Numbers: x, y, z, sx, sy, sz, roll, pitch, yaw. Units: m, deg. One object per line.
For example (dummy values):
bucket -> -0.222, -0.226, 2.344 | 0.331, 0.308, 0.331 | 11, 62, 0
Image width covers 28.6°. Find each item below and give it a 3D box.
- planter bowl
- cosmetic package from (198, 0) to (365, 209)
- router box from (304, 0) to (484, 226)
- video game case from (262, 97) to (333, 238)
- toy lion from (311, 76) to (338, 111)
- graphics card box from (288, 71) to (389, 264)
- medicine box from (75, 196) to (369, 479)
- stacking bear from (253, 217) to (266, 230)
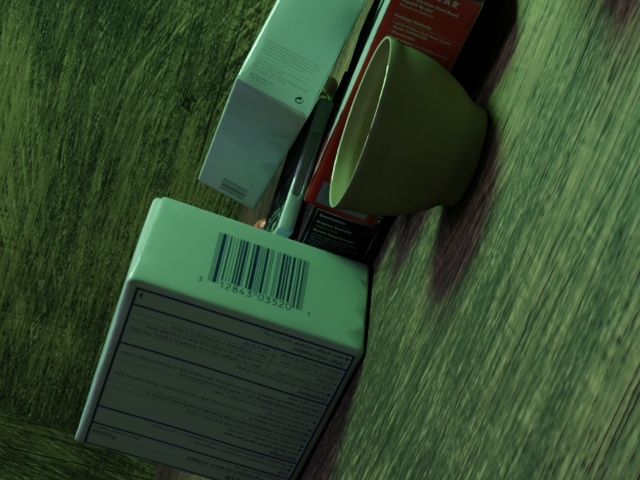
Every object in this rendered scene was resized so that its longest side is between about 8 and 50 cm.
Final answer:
planter bowl -> 0.084, -0.090, 1.136 | 0.162, 0.109, 0.162 | -162, 90, -82
cosmetic package -> -0.032, -0.225, 1.549 | 0.284, 0.097, 0.377 | -62, 4, -19
router box -> 0.098, -0.233, 1.339 | 0.335, 0.082, 0.301 | -73, 5, -48
video game case -> -0.035, -0.067, 1.546 | 0.190, 0.022, 0.173 | 134, 155, -72
toy lion -> 0.021, -0.169, 1.789 | 0.096, 0.100, 0.034 | -55, 7, -11
graphics card box -> 0.000, 0.000, 1.572 | 0.232, 0.094, 0.371 | -81, 11, -49
medicine box -> -0.114, 0.133, 1.449 | 0.149, 0.264, 0.289 | -81, 12, -49
stacking bear -> -0.098, 0.082, 1.874 | 0.289, 0.175, 0.164 | -58, 13, 33
